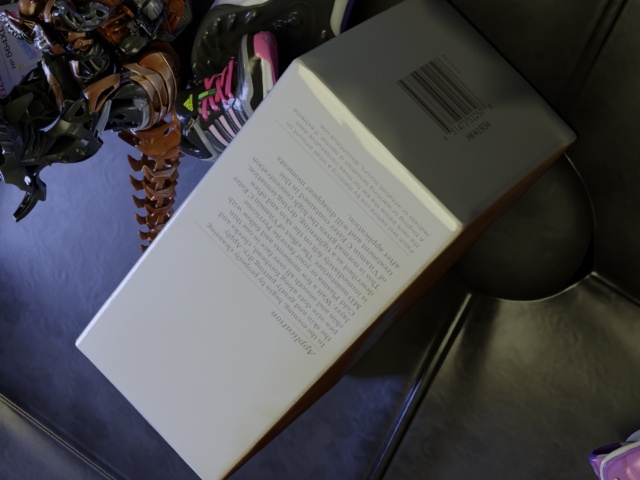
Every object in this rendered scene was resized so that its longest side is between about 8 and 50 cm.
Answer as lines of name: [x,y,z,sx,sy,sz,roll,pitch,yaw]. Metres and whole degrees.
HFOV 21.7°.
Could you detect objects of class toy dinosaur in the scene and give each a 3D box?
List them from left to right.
toy dinosaur: [-0.184,-0.127,1.347,0.322,0.218,0.164,64,160,-8]

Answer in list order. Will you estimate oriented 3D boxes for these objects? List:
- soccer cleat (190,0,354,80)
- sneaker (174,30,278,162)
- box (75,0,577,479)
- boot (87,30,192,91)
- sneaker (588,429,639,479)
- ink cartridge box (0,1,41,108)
soccer cleat: [-0.013,-0.219,1.301,0.109,0.116,0.318,21,143,-10]
sneaker: [-0.076,-0.108,1.314,0.075,0.063,0.170,6,154,-10]
box: [0.000,0.000,1.303,0.168,0.215,0.345,46,128,6]
boot: [-0.162,-0.179,1.434,0.099,0.045,0.121,9,117,28]
sneaker: [0.259,0.247,1.332,0.161,0.102,0.282,40,116,15]
ink cartridge box: [-0.287,-0.150,1.461,0.090,0.143,0.092,-5,108,34]
